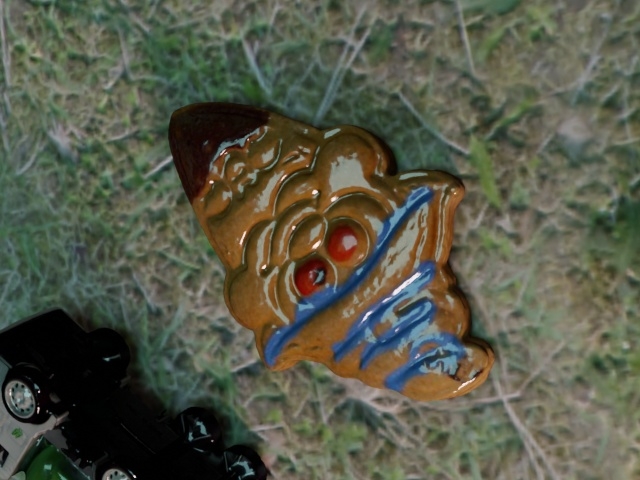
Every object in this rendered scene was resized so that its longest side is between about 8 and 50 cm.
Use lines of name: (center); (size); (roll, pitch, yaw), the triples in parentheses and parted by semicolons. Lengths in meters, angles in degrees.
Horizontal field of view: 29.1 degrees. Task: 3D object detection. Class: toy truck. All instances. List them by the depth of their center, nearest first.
toy truck: (-0.143, 0.164, 0.861); (0.242, 0.101, 0.125); (41, 122, 14)

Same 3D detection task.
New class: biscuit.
biscuit: (0.000, 0.000, 0.813); (0.280, 0.043, 0.183); (42, 107, 12)
